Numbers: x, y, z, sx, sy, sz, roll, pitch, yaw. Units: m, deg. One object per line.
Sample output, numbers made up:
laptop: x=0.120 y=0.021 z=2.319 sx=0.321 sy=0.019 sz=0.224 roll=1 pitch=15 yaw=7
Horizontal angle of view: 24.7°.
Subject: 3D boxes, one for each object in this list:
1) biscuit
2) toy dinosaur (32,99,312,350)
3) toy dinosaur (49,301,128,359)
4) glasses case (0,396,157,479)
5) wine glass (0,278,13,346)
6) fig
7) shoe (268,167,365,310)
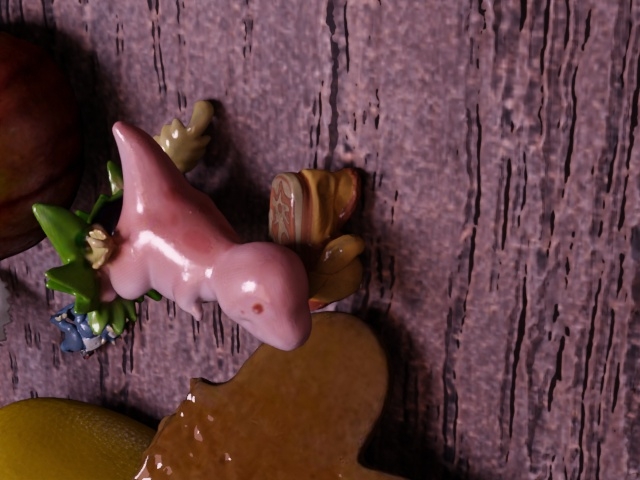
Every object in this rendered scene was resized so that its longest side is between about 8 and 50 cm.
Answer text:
biscuit: x=0.025 y=0.270 z=1.095 sx=0.394 sy=0.076 sz=0.368 roll=30 pitch=84 yaw=2
toy dinosaur: x=-0.106 y=0.005 z=1.041 sx=0.177 sy=0.152 sz=0.194 roll=-21 pitch=89 yaw=49
toy dinosaur: x=-0.193 y=0.073 z=1.220 sx=0.083 sy=0.030 sz=0.047 roll=-24 pitch=101 yaw=34
glasses case: x=-0.135 y=0.268 z=1.204 sx=0.371 sy=0.173 sz=0.141 roll=38 pitch=127 yaw=1
wine glass: x=-0.411 y=0.151 z=1.251 sx=0.238 sy=0.238 sz=0.323 roll=31 pitch=122 yaw=9
fig: x=-0.294 y=-0.046 z=1.076 sx=0.203 sy=0.249 sz=0.186 roll=0 pitch=125 yaw=28
shoe: x=0.001 y=-0.001 z=1.061 sx=0.072 sy=0.069 sz=0.109 roll=10 pitch=114 yaw=64
